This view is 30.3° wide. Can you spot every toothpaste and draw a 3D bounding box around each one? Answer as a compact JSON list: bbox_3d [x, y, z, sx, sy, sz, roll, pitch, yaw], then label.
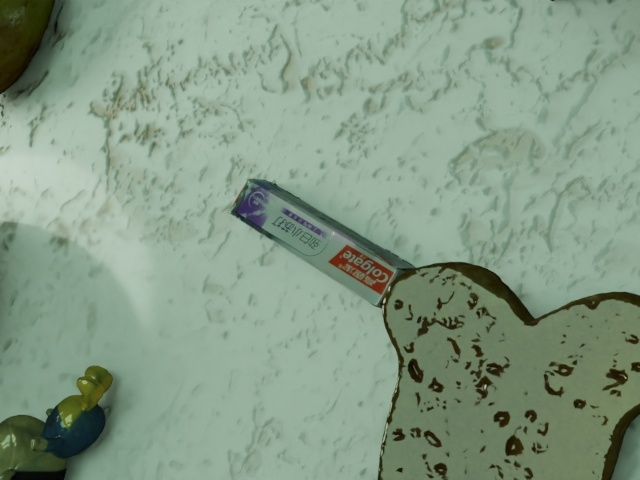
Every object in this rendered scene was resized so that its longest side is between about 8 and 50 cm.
[{"bbox_3d":[0.000,0.000,1.079,0.196,0.040,0.047,32,95,34],"label":"toothpaste"}]

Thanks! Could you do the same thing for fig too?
[{"bbox_3d":[-0.355,-0.280,1.341,0.274,0.145,0.170,-38,59,1],"label":"fig"}]

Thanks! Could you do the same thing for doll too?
[{"bbox_3d":[-0.274,0.196,1.164,0.089,0.102,0.179,35,95,-4],"label":"doll"}]

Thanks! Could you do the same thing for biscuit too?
[{"bbox_3d":[0.112,0.234,0.919,0.283,0.064,0.432,13,83,25],"label":"biscuit"}]
